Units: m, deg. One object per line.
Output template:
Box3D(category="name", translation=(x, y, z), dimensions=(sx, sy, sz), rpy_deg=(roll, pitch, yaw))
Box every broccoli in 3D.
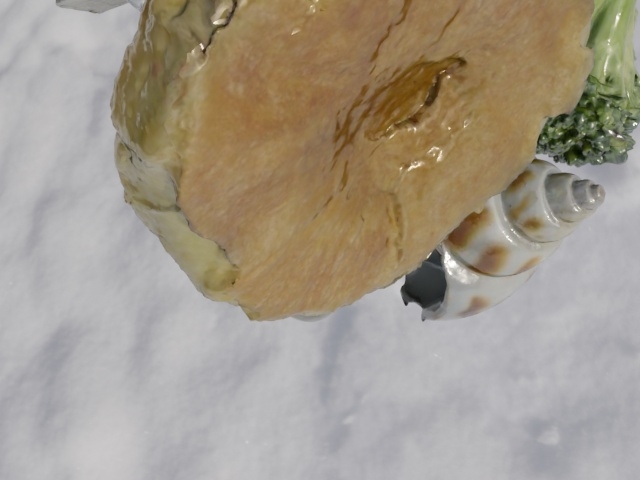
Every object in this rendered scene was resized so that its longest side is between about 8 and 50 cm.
Box3D(category="broccoli", translation=(0.266, -0.237, 0.878), dimensions=(0.334, 0.324, 0.272), rpy_deg=(44, 100, 10))

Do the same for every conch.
Box3D(category="conch", translation=(0.168, -0.018, 0.739), dimensions=(0.148, 0.275, 0.183), rpy_deg=(-10, 85, -8))

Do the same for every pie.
Box3D(category="pie", translation=(0.032, -0.080, 0.443), dimensions=(0.339, 0.339, 0.083), rpy_deg=(-41, 55, 8))

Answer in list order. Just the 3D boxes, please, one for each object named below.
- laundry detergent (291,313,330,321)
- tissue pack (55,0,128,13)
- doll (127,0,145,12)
Box3D(category="laundry detergent", translation=(0.000, 0.000, 0.856), dimensions=(0.091, 0.181, 0.253), rpy_deg=(12, 46, 27))
Box3D(category="tissue pack", translation=(-0.347, -0.435, 1.101), dimensions=(0.106, 0.099, 0.149), rpy_deg=(-4, 95, 36))
Box3D(category="doll", translation=(-0.158, -0.415, 0.981), dimensions=(0.271, 0.144, 0.208), rpy_deg=(-59, 37, 9))
